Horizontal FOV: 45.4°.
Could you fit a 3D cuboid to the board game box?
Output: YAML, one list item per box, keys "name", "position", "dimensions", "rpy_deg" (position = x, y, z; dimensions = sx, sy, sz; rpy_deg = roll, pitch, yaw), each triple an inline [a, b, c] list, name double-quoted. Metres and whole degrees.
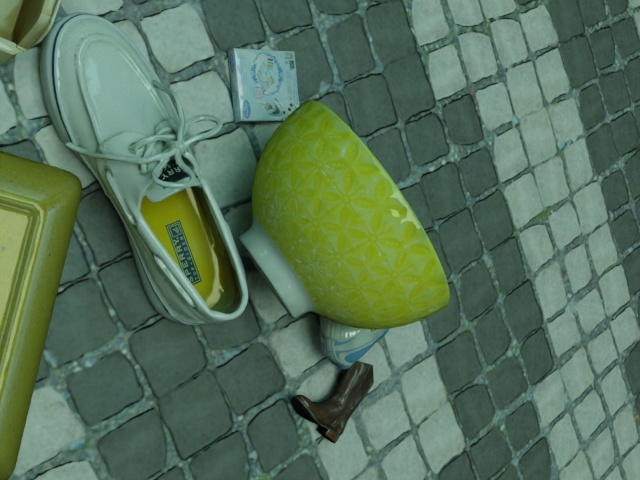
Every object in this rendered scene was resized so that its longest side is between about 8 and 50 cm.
- name: "board game box"
  position: [-0.070, -0.195, 0.967]
  dimensions: [0.090, 0.020, 0.090]
  rpy_deg: [-7, 93, -37]

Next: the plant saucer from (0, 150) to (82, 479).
- name: "plant saucer"
  position: [-0.395, 0.049, 0.686]
  dimensions: [0.333, 0.081, 0.332]
  rpy_deg: [17, 78, -35]

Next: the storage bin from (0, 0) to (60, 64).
- name: "storage bin"
  position: [-0.358, -0.337, 0.697]
  dimensions: [0.262, 0.123, 0.260]
  rpy_deg: [20, 76, -35]

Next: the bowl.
- name: "bowl"
  position: [0.000, 0.000, 0.885]
  dimensions: [0.156, 0.289, 0.289]
  rpy_deg: [-33, 110, -7]

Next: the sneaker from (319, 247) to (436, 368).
- name: "sneaker"
  position: [0.078, 0.079, 1.042]
  dimensions: [0.237, 0.085, 0.086]
  rpy_deg: [-43, 147, -36]

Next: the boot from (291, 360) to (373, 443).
- name: "boot"
  position: [0.021, 0.195, 1.011]
  dimensions: [0.114, 0.037, 0.106]
  rpy_deg: [-53, 130, -21]

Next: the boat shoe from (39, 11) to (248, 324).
- name: "boat shoe"
  position: [-0.169, -0.071, 0.806]
  dimensions: [0.136, 0.157, 0.366]
  rpy_deg: [-28, 105, -34]
